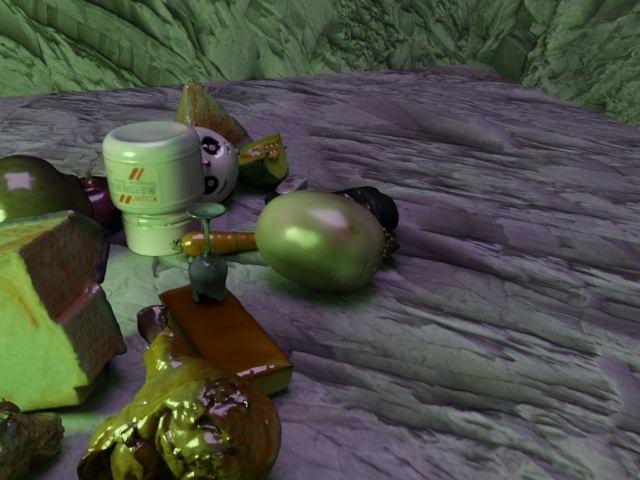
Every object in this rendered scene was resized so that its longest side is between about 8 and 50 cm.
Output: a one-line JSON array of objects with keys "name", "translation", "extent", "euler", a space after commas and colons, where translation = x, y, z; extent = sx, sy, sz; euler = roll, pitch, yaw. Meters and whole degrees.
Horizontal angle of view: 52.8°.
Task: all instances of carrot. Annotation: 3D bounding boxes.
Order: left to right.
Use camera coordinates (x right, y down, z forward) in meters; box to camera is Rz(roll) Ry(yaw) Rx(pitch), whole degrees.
[{"name": "carrot", "translation": [-0.214, 0.003, 1.649], "extent": [0.336, 0.069, 0.069], "euler": [-4, 26, -14]}]

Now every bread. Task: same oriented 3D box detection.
[{"name": "bread", "translation": [-0.193, 0.189, 1.251], "extent": [0.138, 0.077, 0.361], "euler": [-13, 29, -27]}]

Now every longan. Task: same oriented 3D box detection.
[{"name": "longan", "translation": [-0.699, -0.062, 1.556], "extent": [0.297, 0.297, 0.297], "euler": [0, 26, 0]}]

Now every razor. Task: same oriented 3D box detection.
[{"name": "razor", "translation": [0.026, -0.073, 1.737], "extent": [0.349, 0.113, 0.204], "euler": [-5, 23, -17]}]

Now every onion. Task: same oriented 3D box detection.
[{"name": "onion", "translation": [-0.629, -0.105, 1.777], "extent": [0.177, 0.153, 0.177], "euler": [1, 65, -2]}]

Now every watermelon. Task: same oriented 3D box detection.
[{"name": "watermelon", "translation": [-0.441, -0.405, 2.300], "extent": [0.283, 0.293, 0.250], "euler": [-25, 4, -38]}]

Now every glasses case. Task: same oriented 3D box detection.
[{"name": "glasses case", "translation": [-0.089, -0.169, 2.018], "extent": [0.063, 0.041, 0.164], "euler": [8, 27, 18]}]

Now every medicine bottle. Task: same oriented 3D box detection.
[{"name": "medicine bottle", "translation": [-0.419, -0.136, 1.660], "extent": [0.241, 0.302, 0.241], "euler": [-1, 26, 0]}]

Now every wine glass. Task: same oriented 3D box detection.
[{"name": "wine glass", "translation": [-0.222, 0.028, 1.269], "extent": [0.079, 0.196, 0.079], "euler": [2, 26, -1]}]

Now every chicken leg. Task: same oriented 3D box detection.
[{"name": "chicken leg", "translation": [-0.250, 0.254, 1.005], "extent": [0.295, 0.182, 0.409], "euler": [-31, 45, -12]}]

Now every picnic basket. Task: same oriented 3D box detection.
[{"name": "picnic basket", "translation": [0.108, -0.031, 1.590], "extent": [0.055, 0.193, 0.110], "euler": [-45, -6, -6]}]

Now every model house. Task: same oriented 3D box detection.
[{"name": "model house", "translation": [-0.492, 0.109, 1.164], "extent": [0.245, 0.312, 0.280], "euler": [-12, 20, 11]}]

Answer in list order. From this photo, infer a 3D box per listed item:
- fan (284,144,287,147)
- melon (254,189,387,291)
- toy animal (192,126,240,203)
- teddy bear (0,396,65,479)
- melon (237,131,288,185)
[{"name": "fan", "translation": [-0.251, -0.296, 2.318], "extent": [0.223, 0.012, 0.294], "euler": [1, 26, 6]}, {"name": "melon", "translation": [0.000, 0.000, 1.472], "extent": [0.317, 0.223, 0.223], "euler": [17, 31, 23]}, {"name": "toy animal", "translation": [-0.396, -0.218, 1.911], "extent": [0.310, 0.251, 0.251], "euler": [7, 26, -1]}, {"name": "teddy bear", "translation": [-0.540, 0.310, 0.923], "extent": [0.256, 0.156, 0.267], "euler": [0, 27, 5]}, {"name": "melon", "translation": [-0.205, -0.235, 2.084], "extent": [0.169, 0.129, 0.265], "euler": [-17, 24, 18]}]
